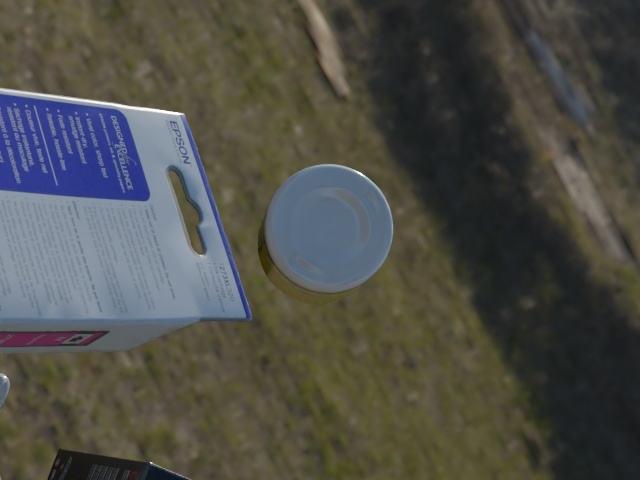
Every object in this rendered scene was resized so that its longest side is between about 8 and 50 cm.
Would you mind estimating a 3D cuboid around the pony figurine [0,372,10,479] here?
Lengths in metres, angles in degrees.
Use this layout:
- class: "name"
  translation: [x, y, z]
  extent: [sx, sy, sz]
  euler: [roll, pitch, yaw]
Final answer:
- class: "pony figurine"
  translation: [-0.259, 0.248, 0.814]
  extent: [0.302, 0.351, 0.363]
  euler: [34, -33, 1]

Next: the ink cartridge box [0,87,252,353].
- class: "ink cartridge box"
  translation: [-0.209, -0.015, 1.204]
  extent: [0.371, 0.069, 0.176]
  euler: [2, 63, -49]

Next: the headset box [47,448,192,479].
- class: "headset box"
  translation: [-0.077, 0.113, 0.667]
  extent: [0.032, 0.062, 0.083]
  euler: [27, -16, -29]

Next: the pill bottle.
- class: "pill bottle"
  translation: [0.000, 0.000, 0.941]
  extent: [0.065, 0.065, 0.116]
  euler: [62, -7, 4]
